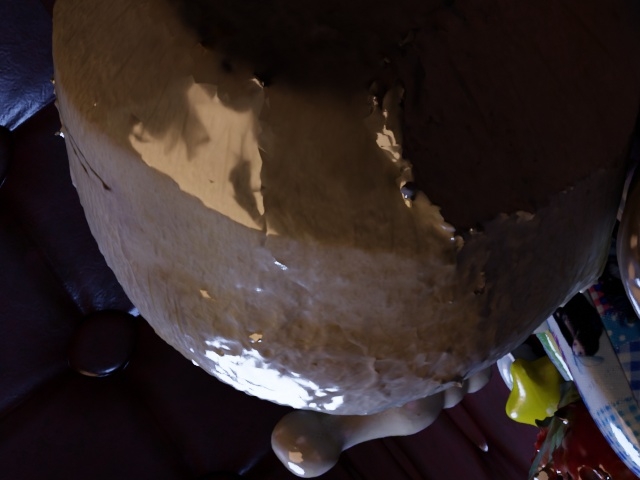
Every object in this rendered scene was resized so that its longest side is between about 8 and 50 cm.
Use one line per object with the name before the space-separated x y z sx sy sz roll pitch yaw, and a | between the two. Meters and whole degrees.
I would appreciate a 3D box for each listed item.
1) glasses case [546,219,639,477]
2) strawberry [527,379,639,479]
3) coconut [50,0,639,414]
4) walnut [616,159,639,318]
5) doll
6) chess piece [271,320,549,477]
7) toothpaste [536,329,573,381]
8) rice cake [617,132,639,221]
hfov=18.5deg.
glasses case | 0.187 0.025 1.388 0.327 0.076 0.125 69 -169 25
strawberry | 0.263 0.184 1.542 0.201 0.184 0.187 31 133 0
coconut | 0.023 -0.076 1.171 0.346 0.346 0.360 48 161 27
walnut | 0.242 0.008 1.114 0.162 0.140 0.140 67 166 -19
doll | 0.210 0.146 1.967 0.113 0.071 0.135 55 179 39
chess piece | 0.094 0.082 1.538 0.139 0.307 0.124 45 168 44
toothpaste | 0.243 0.124 1.780 0.248 0.047 0.078 55 168 2
rice cake | 0.204 -0.050 1.333 0.270 0.049 0.055 54 -168 -1
